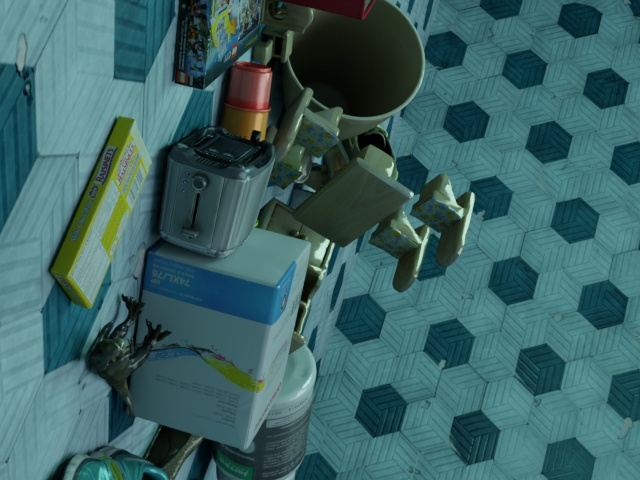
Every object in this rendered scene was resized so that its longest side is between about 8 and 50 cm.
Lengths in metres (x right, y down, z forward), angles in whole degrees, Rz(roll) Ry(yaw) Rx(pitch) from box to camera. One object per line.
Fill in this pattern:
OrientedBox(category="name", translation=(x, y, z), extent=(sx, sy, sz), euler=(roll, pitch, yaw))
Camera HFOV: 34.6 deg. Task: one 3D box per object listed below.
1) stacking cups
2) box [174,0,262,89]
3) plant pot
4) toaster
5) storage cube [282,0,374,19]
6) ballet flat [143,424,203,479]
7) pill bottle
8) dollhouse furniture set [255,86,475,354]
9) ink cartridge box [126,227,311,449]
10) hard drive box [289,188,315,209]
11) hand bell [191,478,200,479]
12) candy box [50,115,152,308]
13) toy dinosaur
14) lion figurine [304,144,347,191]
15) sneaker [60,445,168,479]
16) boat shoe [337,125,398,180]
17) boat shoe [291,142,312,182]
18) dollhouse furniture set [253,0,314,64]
OrientedBox(category="stacking cups", translation=(-0.129, -0.124, 1.631), extent=(0.096, 0.096, 0.316), euler=(-44, 146, -73))
OrientedBox(category="box", translation=(-0.131, -0.319, 1.401), extent=(0.233, 0.044, 0.159), euler=(-60, 162, -59))
OrientedBox(category="plant pot", translation=(0.030, -0.292, 1.921), extent=(0.274, 0.256, 0.256), euler=(131, -21, -69))
OrientedBox(category="toaster", translation=(-0.147, -0.072, 1.469), extent=(0.227, 0.129, 0.146), euler=(-58, 165, -69))
OrientedBox(category="storage cube", translation=(0.006, -0.466, 1.533), extent=(0.184, 0.193, 0.215), euler=(-64, 167, -50))
OrientedBox(category="ballet flat", translation=(-0.251, 0.338, 1.707), extent=(0.250, 0.084, 0.058), euler=(-63, 142, -39))
OrientedBox(category="pill bottle", translation=(-0.123, 0.371, 2.105), extent=(0.204, 0.204, 0.361), euler=(-65, 166, -48))
OrientedBox(category="dollhouse furniture set", translation=(0.000, 0.000, 1.828), extent=(0.394, 0.362, 0.256), euler=(-37, -153, 51))
OrientedBox(category="ink cartridge box", translation=(-0.151, 0.131, 1.541), extent=(0.198, 0.197, 0.270), euler=(-54, 158, -67))
OrientedBox(category="hard drive box", translation=(-0.034, 0.001, 2.411), extent=(0.181, 0.089, 0.232), euler=(-12, 117, -79))
OrientedBox(category="hand bell", translation=(-0.247, 0.593, 2.136), extent=(0.126, 0.126, 0.242), euler=(-60, 150, -59))
OrientedBox(category="candy box", translation=(-0.251, -0.032, 1.197), extent=(0.105, 0.027, 0.206), euler=(80, 26, -65))
OrientedBox(category="toy dinosaur", translation=(-0.258, 0.148, 1.375), extent=(0.268, 0.064, 0.118), euler=(90, 24, -66))
OrientedBox(category="lion figurine", translation=(0.064, -0.151, 2.288), extent=(0.392, 0.142, 0.240), euler=(41, 42, -74))
OrientedBox(category="sneaker", translation=(-0.281, 0.338, 1.370), extent=(0.275, 0.110, 0.107), euler=(-19, 124, -79))
OrientedBox(category="boat shoe", translation=(0.098, -0.178, 2.039), extent=(0.091, 0.109, 0.305), euler=(-55, -157, 34))
OrientedBox(category="boat shoe", translation=(-0.047, -0.222, 2.119), extent=(0.065, 0.075, 0.206), euler=(12, -88, 56))
OrientedBox(category="dollhouse furniture set", translation=(-0.061, -0.326, 1.638), extent=(0.182, 0.101, 0.161), euler=(-64, 166, -49))
